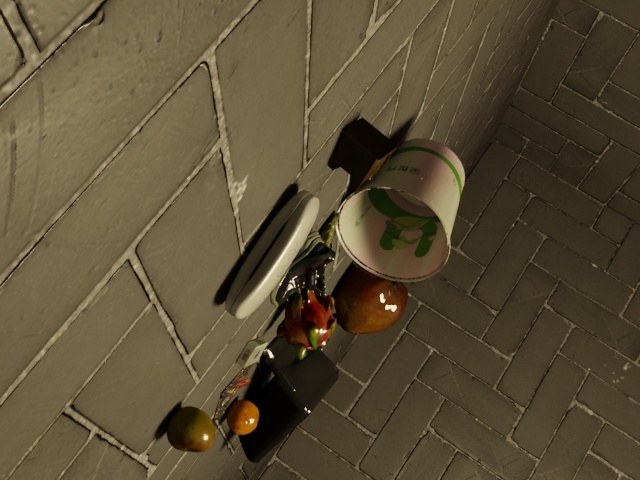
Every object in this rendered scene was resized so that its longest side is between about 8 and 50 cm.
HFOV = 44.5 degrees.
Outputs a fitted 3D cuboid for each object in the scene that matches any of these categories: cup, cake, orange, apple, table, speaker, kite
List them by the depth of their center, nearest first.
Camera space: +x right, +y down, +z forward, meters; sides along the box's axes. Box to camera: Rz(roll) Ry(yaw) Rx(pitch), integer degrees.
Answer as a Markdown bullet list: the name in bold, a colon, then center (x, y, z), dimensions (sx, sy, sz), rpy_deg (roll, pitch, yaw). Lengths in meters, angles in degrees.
- **table**: center (0.070, -0.149, 1.360), dimensions (0.070, 0.083, 0.082), rpy_deg (-39, 166, -49)
- **apple**: center (-0.233, 0.345, 1.413), dimensions (0.089, 0.089, 0.074), rpy_deg (105, 8, -58)
- **cake**: center (0.000, 0.000, 1.626), dimensions (0.051, 0.055, 0.140), rpy_deg (90, 17, -68)
- **cup**: center (0.195, -0.083, 1.735), dimensions (0.274, 0.253, 0.253), rpy_deg (-59, 174, -45)
- **kite**: center (-0.187, 0.329, 1.775), dimensions (0.232, 0.009, 0.189), rpy_deg (-57, 169, 3)
- **orange**: center (-0.185, 0.422, 1.869), dimensions (0.083, 0.083, 0.083), rpy_deg (-54, 169, -16)
- **speaker**: center (-0.113, 0.392, 2.008), dimensions (0.180, 0.184, 0.388), rpy_deg (-43, 173, -46)

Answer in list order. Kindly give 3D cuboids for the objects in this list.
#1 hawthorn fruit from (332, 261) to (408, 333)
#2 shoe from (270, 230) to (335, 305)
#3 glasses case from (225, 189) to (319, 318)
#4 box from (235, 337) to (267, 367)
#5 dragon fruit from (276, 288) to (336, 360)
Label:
- **hawthorn fruit**: center (0.127, 0.178, 2.295), dimensions (0.248, 0.208, 0.208), rpy_deg (-35, 179, 25)
- **shoe**: center (-0.024, 0.069, 1.517), dimensions (0.169, 0.099, 0.071), rpy_deg (-53, 171, -14)
- **glasses case**: center (-0.077, 0.023, 1.260), dimensions (0.233, 0.059, 0.092), rpy_deg (-57, 168, -4)
- **box**: center (-0.146, 0.238, 1.666), dimensions (0.054, 0.024, 0.083), rpy_deg (-60, 168, 7)
- **dragon fruit**: center (-0.035, 0.157, 1.721), dimensions (0.142, 0.138, 0.175), rpy_deg (-119, -160, -61)
